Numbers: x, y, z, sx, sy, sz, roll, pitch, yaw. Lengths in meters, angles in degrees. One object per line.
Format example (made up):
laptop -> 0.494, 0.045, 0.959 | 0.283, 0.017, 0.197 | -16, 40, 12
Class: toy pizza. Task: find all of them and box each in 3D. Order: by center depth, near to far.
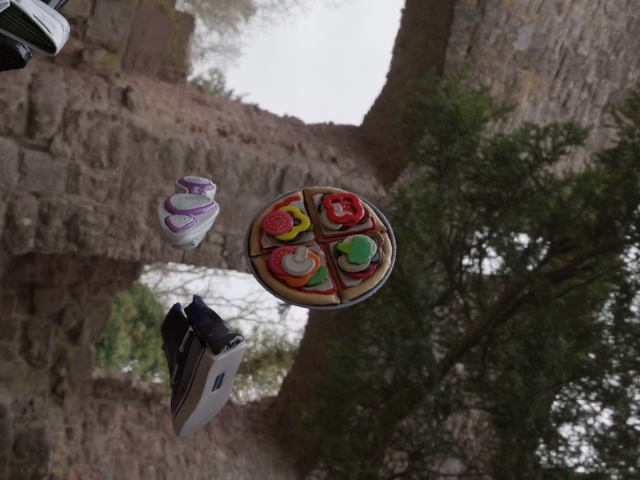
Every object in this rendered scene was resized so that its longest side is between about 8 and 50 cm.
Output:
toy pizza -> 0.000, 0.000, 0.854 | 0.032, 0.201, 0.201 | 94, -11, -54

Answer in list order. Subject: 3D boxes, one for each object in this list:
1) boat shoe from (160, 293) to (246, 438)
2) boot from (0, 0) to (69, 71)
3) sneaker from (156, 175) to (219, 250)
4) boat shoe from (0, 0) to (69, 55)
boat shoe -> -0.264, 0.258, 1.332 | 0.158, 0.127, 0.340 | 45, -50, 22
boot -> -0.642, -0.435, 1.302 | 0.094, 0.247, 0.207 | 62, 36, -51
sneaker -> -0.267, -0.031, 1.328 | 0.305, 0.114, 0.152 | -95, -164, -71
boat shoe -> -0.504, -0.373, 1.012 | 0.083, 0.226, 0.075 | -45, -144, 31
